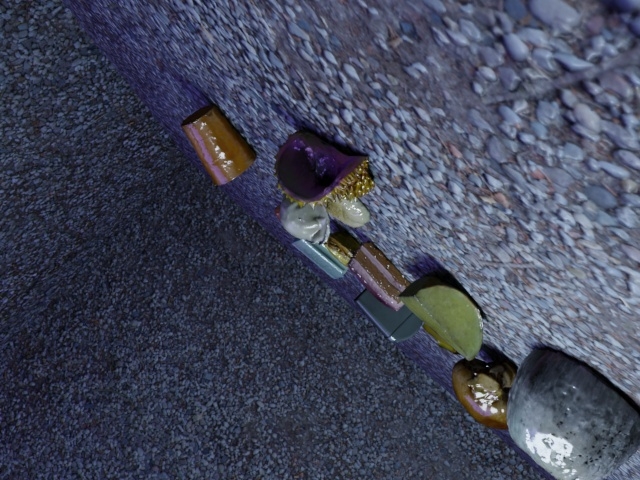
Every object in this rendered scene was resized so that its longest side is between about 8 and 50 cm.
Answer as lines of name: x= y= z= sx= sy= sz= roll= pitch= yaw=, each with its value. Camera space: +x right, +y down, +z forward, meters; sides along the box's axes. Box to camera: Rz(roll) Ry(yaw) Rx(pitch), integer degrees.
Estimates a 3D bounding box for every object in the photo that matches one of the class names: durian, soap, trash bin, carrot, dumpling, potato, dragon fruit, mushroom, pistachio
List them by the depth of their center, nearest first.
dragon fruit: x=0.523 y=0.389 z=1.150 sx=0.204 sy=0.221 sz=0.283 roll=40 pitch=176 yaw=-23
durian: x=-0.006 y=-0.147 z=1.189 sx=0.260 sy=0.186 sz=0.154 roll=53 pitch=175 yaw=46
potato: x=0.307 y=0.165 z=1.412 sx=0.269 sy=0.112 sz=0.255 roll=50 pitch=174 yaw=-22
dumpling: x=-0.050 y=-0.096 z=1.446 sx=0.247 sy=0.142 sz=0.172 roll=44 pitch=139 yaw=39
mushroom: x=0.527 y=0.464 z=1.580 sx=0.263 sy=0.195 sz=0.283 roll=43 pitch=174 yaw=45
carrot: x=-0.371 y=-0.345 z=1.827 sx=0.254 sy=0.196 sz=0.196 roll=56 pitch=167 yaw=-30
trash bin: x=0.255 y=0.248 z=1.845 sx=0.236 sy=0.177 sz=0.101 roll=46 pitch=173 yaw=3
pistachio: x=0.450 y=0.352 z=1.873 sx=0.173 sy=0.049 sz=0.089 roll=40 pitch=147 yaw=35
soap: x=0.008 y=0.057 z=2.228 sx=0.261 sy=0.094 sz=0.150 roll=41 pitch=166 yaw=-11

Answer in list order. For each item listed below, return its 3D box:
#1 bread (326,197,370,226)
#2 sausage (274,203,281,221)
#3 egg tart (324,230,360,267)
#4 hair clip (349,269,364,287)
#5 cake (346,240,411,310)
bread: x=0.013 y=-0.142 z=1.448 sx=0.316 sy=0.054 sz=0.316 roll=40 pitch=170 yaw=8
sausage: x=-0.167 y=-0.111 z=2.413 sx=0.062 sy=0.062 sz=0.154 roll=38 pitch=170 yaw=32
egg tart: x=0.091 y=0.036 z=1.836 sx=0.212 sy=0.090 sz=0.212 roll=44 pitch=174 yaw=6
hair clip: x=0.155 y=0.115 z=2.129 sx=0.195 sy=0.052 sz=0.124 roll=52 pitch=162 yaw=-4
cake: x=0.202 y=0.122 z=1.681 sx=0.295 sy=0.116 sz=0.113 roll=45 pitch=168 yaw=-33
